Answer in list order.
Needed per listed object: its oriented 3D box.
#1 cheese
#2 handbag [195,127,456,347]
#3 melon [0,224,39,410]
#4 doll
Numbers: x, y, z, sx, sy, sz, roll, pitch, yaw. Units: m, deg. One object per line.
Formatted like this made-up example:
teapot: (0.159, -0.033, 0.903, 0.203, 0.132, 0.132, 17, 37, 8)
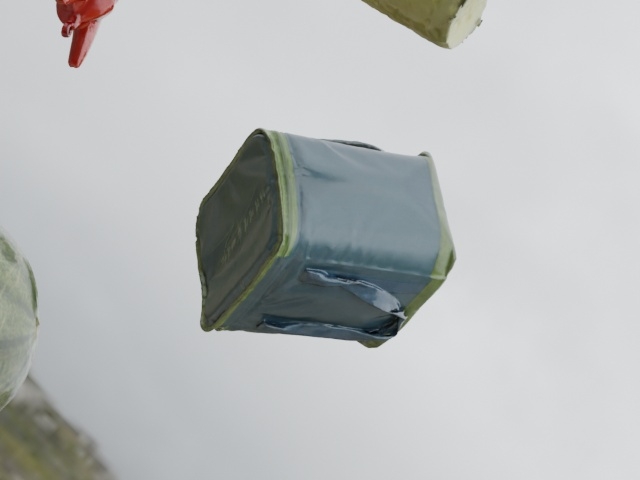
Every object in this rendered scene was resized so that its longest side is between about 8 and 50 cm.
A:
cheese: (0.100, -0.292, 1.969, 0.167, 0.094, 0.123, 35, -33, 15)
handbag: (0.000, 0.000, 2.155, 0.241, 0.222, 0.263, 10, -34, -27)
melon: (-0.373, 0.051, 1.425, 0.301, 0.237, 0.237, 10, -13, -9)
doll: (-0.211, -0.260, 1.745, 0.057, 0.169, 0.109, 22, -30, 14)
